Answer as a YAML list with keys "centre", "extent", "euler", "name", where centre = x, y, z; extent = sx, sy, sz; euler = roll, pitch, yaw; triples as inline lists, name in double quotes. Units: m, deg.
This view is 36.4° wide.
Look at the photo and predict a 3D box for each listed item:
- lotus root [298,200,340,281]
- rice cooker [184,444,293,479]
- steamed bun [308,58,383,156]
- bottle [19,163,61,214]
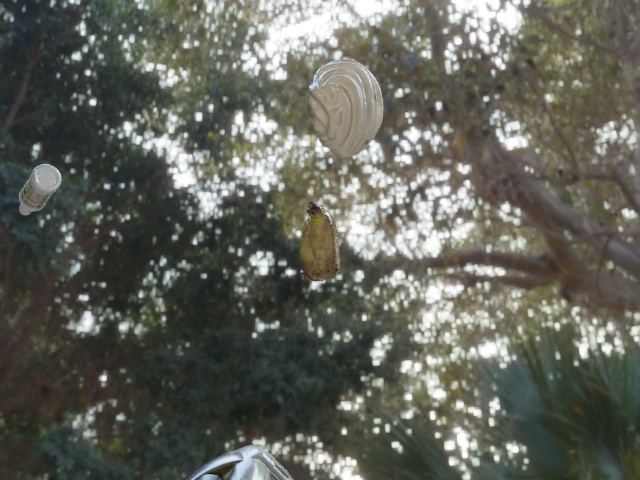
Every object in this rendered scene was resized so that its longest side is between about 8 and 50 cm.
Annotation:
- centre: [0.000, 0.000, 2.120]
  extent: [0.095, 0.108, 0.190]
  euler: [-9, -61, -27]
  name: "lotus root"
- centre: [-0.166, 0.600, 1.940]
  extent: [0.335, 0.335, 0.325]
  euler: [-35, -77, 34]
  name: "rice cooker"
- centre: [0.053, -0.244, 1.782]
  extent: [0.106, 0.182, 0.183]
  euler: [-5, -37, 22]
  name: "steamed bun"
- centre: [-0.578, -0.093, 1.973]
  extent: [0.060, 0.060, 0.217]
  euler: [18, -24, -23]
  name: "bottle"
